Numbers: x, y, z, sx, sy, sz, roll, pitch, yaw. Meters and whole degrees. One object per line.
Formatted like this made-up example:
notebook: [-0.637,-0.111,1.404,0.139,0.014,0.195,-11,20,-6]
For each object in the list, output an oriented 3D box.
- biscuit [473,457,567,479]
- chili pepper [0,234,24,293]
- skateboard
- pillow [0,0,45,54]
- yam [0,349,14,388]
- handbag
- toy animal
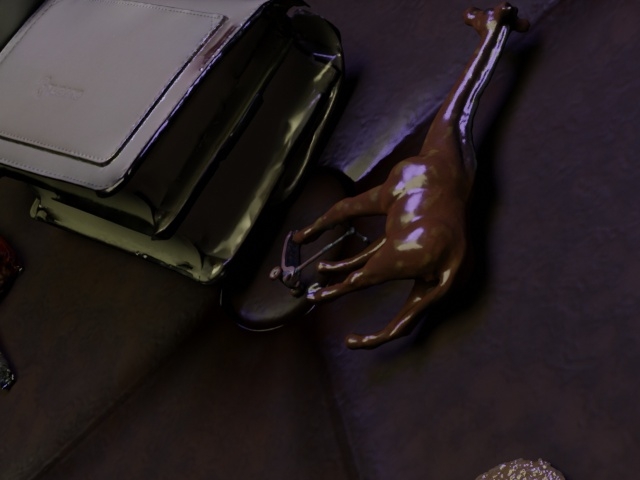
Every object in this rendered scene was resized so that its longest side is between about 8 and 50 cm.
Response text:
biscuit: [0.116,0.192,1.070,0.120,0.015,0.120,-30,43,32]
chili pepper: [-0.359,0.014,1.735,0.123,0.070,0.073,31,97,55]
skateboard: [0.000,0.000,1.349,0.083,0.032,0.064,-34,31,34]
pillow: [-0.319,-0.243,1.718,0.255,0.120,0.322,-83,7,-64]
yam: [-0.323,0.101,1.660,0.033,0.027,0.129,-55,36,7]
handbag: [-0.158,-0.117,1.518,0.358,0.160,0.236,17,72,53]
toy animal: [0.078,-0.052,1.256,0.230,0.066,0.224,-37,43,20]
